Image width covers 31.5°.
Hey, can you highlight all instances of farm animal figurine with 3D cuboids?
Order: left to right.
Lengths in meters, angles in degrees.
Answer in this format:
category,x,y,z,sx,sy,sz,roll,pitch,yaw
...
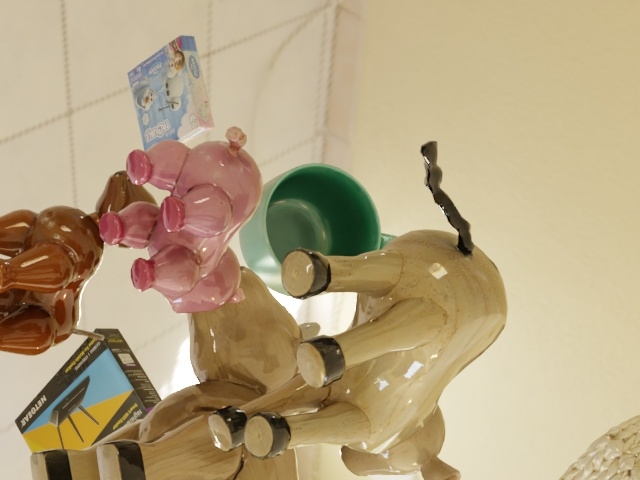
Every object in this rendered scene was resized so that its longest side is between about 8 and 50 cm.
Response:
category,x,y,z,sx,sy,sz,roll,pitch,yaw
farm animal figurine,-0.043,0.099,0.600,0.172,0.330,0.327,-7,102,-43

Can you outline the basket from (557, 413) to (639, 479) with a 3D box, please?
category,x,y,z,sx,sy,sz,roll,pitch,yaw
basket,0.275,0.241,1.030,0.113,0.103,0.167,-13,146,-43

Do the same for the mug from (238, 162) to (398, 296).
category,x,y,z,sx,sy,sz,roll,pitch,yaw
mug,-0.008,0.003,1.159,0.129,0.158,0.097,-49,-167,-24

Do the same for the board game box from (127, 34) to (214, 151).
category,x,y,z,sx,sy,sz,roll,pitch,yaw
board game box,-0.140,-0.131,1.056,0.020,0.090,0.090,-5,167,-44

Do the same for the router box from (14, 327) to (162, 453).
category,x,y,z,sx,sy,sz,roll,pitch,yaw
router box,-0.275,0.211,1.360,0.179,0.133,0.046,-47,154,21
